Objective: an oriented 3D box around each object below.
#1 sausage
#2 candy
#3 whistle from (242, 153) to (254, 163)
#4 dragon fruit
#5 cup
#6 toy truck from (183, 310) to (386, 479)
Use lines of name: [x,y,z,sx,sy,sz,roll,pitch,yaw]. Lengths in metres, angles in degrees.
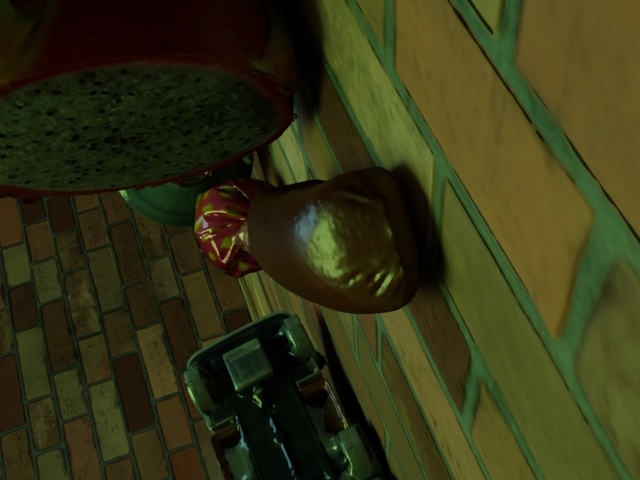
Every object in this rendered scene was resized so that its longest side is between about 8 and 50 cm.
sausage: [0.000,0.000,0.613,0.300,0.083,0.089,-171,75,-80]
candy: [-0.056,-0.004,0.952,0.365,0.124,0.124,-164,56,-71]
whistle: [-0.141,-0.241,1.122,0.068,0.057,0.326,69,180,-68]
dragon fruit: [-0.174,-0.174,0.686,0.305,0.305,0.226,103,156,-74]
cup: [-0.177,-0.110,1.143,0.150,0.199,0.199,-153,46,-77]
toy truck: [-0.019,0.281,1.051,0.387,0.173,0.207,60,175,45]
